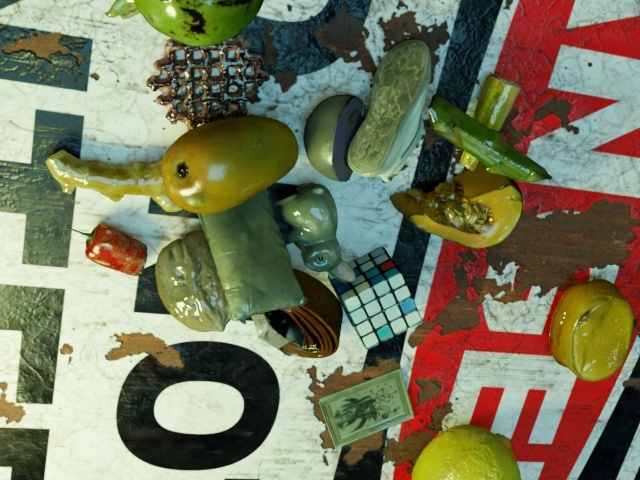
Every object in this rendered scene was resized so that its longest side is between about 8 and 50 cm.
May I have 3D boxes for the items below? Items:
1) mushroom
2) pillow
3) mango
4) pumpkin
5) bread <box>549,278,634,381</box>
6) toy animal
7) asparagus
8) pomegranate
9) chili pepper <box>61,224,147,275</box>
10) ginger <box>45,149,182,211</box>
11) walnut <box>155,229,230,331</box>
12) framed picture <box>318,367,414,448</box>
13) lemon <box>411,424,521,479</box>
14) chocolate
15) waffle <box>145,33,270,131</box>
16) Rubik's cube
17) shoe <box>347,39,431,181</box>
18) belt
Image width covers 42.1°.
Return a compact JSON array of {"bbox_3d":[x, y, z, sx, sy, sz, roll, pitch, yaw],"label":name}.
[{"bbox_3d":[0.024,-0.227,1.784,0.117,0.141,0.188,17,110,15],"label":"mushroom"},{"bbox_3d":[-0.149,0.023,1.770,0.185,0.075,0.302,-11,74,-31],"label":"pillow"},{"bbox_3d":[-0.173,-0.160,1.697,0.317,0.211,0.173,-21,77,-36],"label":"mango"},{"bbox_3d":[0.327,-0.097,1.907,0.280,0.139,0.190,21,111,-25],"label":"pumpkin"},{"bbox_3d":[0.701,0.232,2.154,0.195,0.143,0.270,-4,113,-10],"label":"bread"},{"bbox_3d":[0.000,0.001,1.839,0.125,0.127,0.251,-26,103,-8],"label":"toy animal"},{"bbox_3d":[0.361,-0.210,1.824,0.343,0.082,0.085,29,134,-19],"label":"asparagus"},{"bbox_3d":[-0.257,-0.480,1.533,0.340,0.260,0.260,-12,121,26],"label":"pomegranate"},{"bbox_3d":[-0.463,0.010,1.779,0.192,0.084,0.086,25,89,-28],"label":"chili pepper"},{"bbox_3d":[-0.421,-0.135,1.734,0.298,0.065,0.118,10,105,-16],"label":"ginger"},{"bbox_3d":[-0.263,0.096,1.807,0.178,0.178,0.230,-26,81,-2],"label":"walnut"},{"bbox_3d":[0.123,0.438,2.169,0.231,0.010,0.173,-21,118,-5],"label":"framed picture"},{"bbox_3d":[0.380,0.636,2.187,0.268,0.268,0.322,33,98,-25],"label":"lemon"},{"bbox_3d":[0.373,-0.263,1.877,0.085,0.085,0.219,14,110,-20],"label":"chocolate"},{"bbox_3d":[-0.233,-0.329,1.702,0.221,0.055,0.234,39,95,-26],"label":"waffle"},{"bbox_3d":[0.127,0.134,1.954,0.155,0.151,0.154,-27,116,-1],"label":"Rubik's cube"},{"bbox_3d":[0.175,-0.264,1.801,0.159,0.124,0.316,33,82,-55],"label":"shoe"},{"bbox_3d":[-0.056,0.171,1.910,0.184,0.105,0.261,-10,139,24],"label":"belt"}]
